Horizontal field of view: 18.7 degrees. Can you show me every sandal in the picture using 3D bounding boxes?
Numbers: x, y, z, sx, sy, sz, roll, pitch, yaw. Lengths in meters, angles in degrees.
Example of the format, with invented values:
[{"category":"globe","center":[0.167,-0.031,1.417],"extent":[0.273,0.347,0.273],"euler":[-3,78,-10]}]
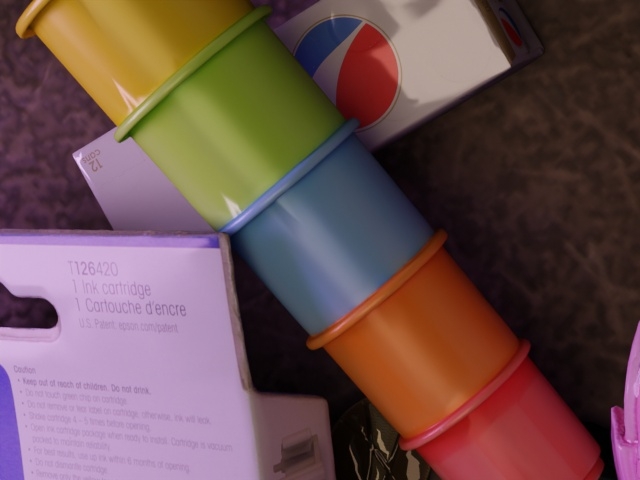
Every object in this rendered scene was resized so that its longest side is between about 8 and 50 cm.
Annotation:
[{"category":"sandal","center":[0.003,0.159,0.980],"extent":[0.072,0.049,0.180],"euler":[29,93,4]}]

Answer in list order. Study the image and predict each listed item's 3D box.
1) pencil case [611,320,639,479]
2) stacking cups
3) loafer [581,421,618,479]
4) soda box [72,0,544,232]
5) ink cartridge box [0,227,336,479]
[{"category":"pencil case","center":[0.306,0.107,0.742],"extent":[0.386,0.160,0.167],"euler":[19,99,18]},{"category":"stacking cups","center":[0.000,0.000,0.850],"extent":[0.096,0.096,0.316],"euler":[-38,92,22]},{"category":"loafer","center":[0.165,0.120,0.911],"extent":[0.170,0.062,0.061],"euler":[-3,114,26]},{"category":"soda box","center":[-0.007,-0.065,0.927],"extent":[0.216,0.069,0.074],"euler":[-29,90,21]},{"category":"ink cartridge box","center":[-0.123,0.140,0.951],"extent":[0.303,0.072,0.307],"euler":[2,99,38]}]
